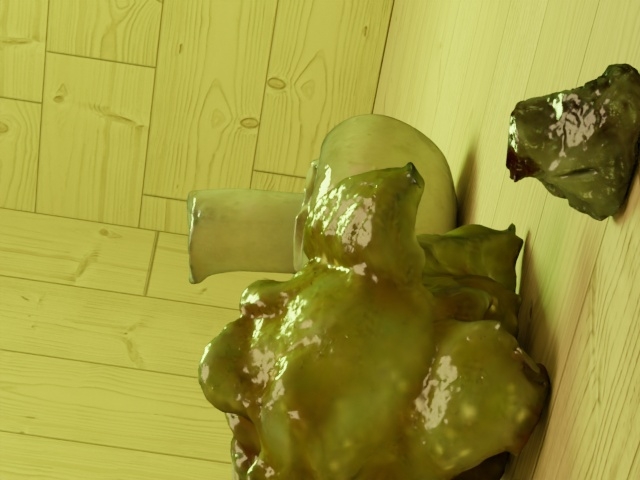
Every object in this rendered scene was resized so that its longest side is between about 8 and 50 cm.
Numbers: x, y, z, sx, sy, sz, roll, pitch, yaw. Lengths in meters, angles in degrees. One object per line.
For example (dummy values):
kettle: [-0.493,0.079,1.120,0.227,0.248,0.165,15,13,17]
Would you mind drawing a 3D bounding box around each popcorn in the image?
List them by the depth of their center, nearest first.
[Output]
popcorn: [0.046,0.089,1.655,0.321,0.290,0.325,-90,-10,-58]

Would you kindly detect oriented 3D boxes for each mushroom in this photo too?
mushroom: [0.000,0.000,2.335,0.314,0.336,0.314,1,-90,-89]

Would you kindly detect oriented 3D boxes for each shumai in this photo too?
shumai: [0.177,-0.076,1.351,0.099,0.087,0.124,-82,4,-49]

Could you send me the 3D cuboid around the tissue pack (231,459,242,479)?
tissue pack: [0.008,0.340,1.988,0.325,0.071,0.170,52,-156,-44]
